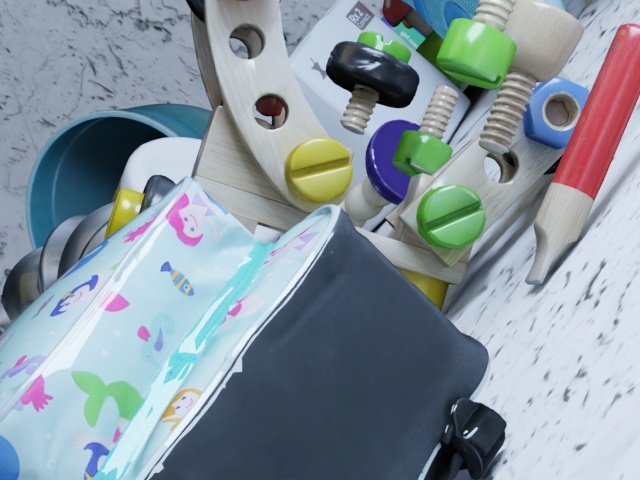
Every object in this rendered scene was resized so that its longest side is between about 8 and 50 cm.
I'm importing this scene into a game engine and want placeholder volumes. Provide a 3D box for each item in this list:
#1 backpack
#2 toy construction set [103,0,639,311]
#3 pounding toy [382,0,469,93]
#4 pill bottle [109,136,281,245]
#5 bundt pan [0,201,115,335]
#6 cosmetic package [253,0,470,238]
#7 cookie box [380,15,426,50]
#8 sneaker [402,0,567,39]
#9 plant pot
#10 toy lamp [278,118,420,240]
[{"bbox_3d":[-0.075,0.115,0.834,0.225,0.191,0.253,-54,3,-42],"label":"backpack"},{"bbox_3d":[0.026,-0.020,1.071,0.309,0.257,0.237,11,75,57],"label":"toy construction set"},{"bbox_3d":[0.128,-0.216,1.807,0.237,0.110,0.183,-49,1,-19],"label":"pounding toy"},{"bbox_3d":[-0.127,0.043,1.564,0.229,0.131,0.131,-64,-4,33],"label":"pill bottle"},{"bbox_3d":[-0.165,0.106,1.324,0.331,0.124,0.331,-38,29,26],"label":"bundt pan"},{"bbox_3d":[0.002,-0.082,1.703,0.183,0.151,0.151,-45,7,37],"label":"cosmetic package"},{"bbox_3d":[0.097,-0.214,2.197,0.107,0.092,0.040,-51,9,-28],"label":"cookie box"},{"bbox_3d":[0.162,-0.266,1.657,0.208,0.127,0.319,-27,39,-14],"label":"sneaker"},{"bbox_3d":[-0.171,-0.048,2.375,0.271,0.272,0.255,-45,-8,30],"label":"plant pot"},{"bbox_3d":[0.000,0.000,1.562,0.274,0.080,0.080,-39,10,51],"label":"toy lamp"}]
